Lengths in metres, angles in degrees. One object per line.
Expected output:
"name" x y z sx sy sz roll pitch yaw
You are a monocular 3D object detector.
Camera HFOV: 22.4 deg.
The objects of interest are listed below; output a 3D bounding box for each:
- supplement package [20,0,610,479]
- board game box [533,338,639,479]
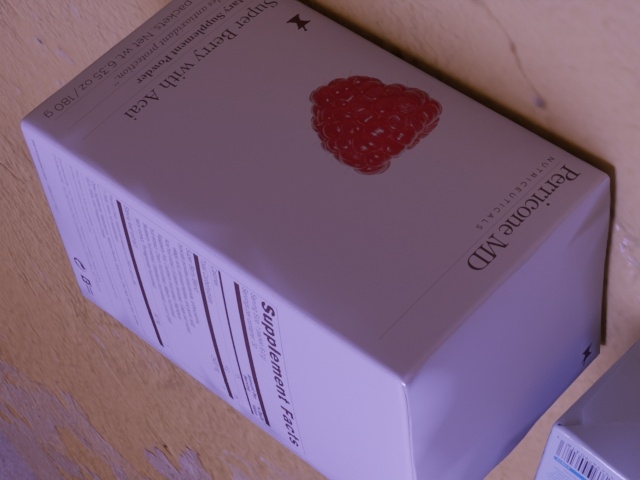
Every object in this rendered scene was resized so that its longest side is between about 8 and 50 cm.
"supplement package" 0.000 0.000 0.950 0.293 0.177 0.175 33 152 28
"board game box" 0.235 0.218 0.999 0.224 0.097 0.303 39 153 19
